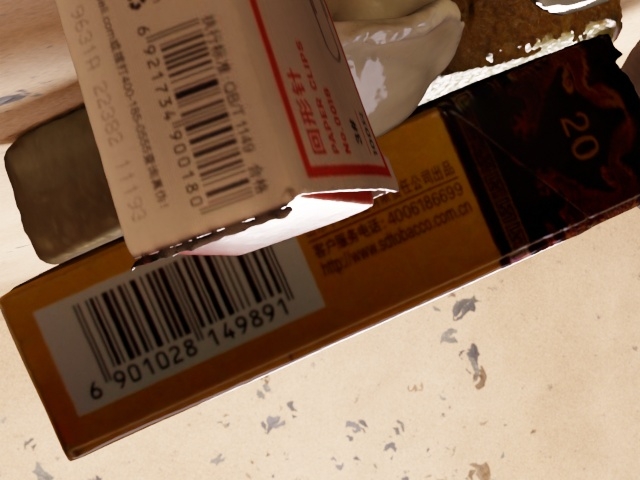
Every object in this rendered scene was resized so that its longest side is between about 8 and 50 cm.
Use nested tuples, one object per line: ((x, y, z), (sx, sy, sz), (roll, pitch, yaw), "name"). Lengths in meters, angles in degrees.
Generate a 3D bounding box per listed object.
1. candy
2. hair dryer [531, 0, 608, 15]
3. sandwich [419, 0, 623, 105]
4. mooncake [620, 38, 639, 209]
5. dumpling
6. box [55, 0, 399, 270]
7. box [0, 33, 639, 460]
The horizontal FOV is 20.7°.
((-0.132, -0.064, 1.351), (0.234, 0.104, 0.102), (-20, 179, 31), "candy")
((0.213, -0.212, 0.862), (0.203, 0.128, 0.362), (-21, -177, 25), "hair dryer")
((0.084, -0.137, 1.386), (0.251, 0.087, 0.226), (-16, 166, -32), "sandwich")
((0.407, -0.133, 1.676), (0.306, 0.154, 0.306), (-37, 158, -18), "mooncake")
((-0.016, -0.113, 1.021), (0.162, 0.132, 0.250), (-26, -165, -27), "dumpling")
((-0.049, -0.086, 0.835), (0.099, 0.182, 0.133), (-20, 173, 19), "box")
((0.001, 0.000, 1.168), (0.415, 0.116, 0.264), (-24, -178, -7), "box")
